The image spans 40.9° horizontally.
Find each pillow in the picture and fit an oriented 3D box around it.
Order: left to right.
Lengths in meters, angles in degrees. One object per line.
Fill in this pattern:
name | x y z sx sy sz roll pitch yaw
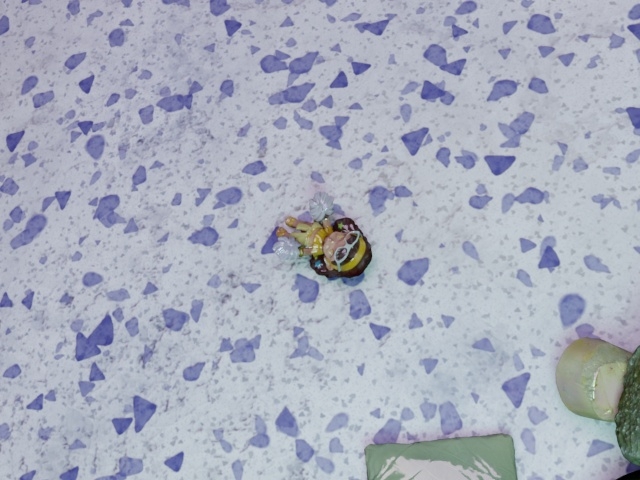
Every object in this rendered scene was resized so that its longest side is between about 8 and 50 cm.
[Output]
pillow | 0.225 0.495 1.546 0.280 0.076 0.274 -7 66 6

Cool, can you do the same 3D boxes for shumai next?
shumai | 0.608 0.261 1.369 0.221 0.225 0.261 15 66 -4

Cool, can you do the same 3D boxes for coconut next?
coconut | 0.501 0.251 1.544 0.147 0.152 0.147 0 89 -12

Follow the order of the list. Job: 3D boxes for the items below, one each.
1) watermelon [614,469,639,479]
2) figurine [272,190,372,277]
watermelon | 0.546 0.485 1.365 0.242 0.242 0.242 -6 64 13
figurine | 0.002 0.001 1.821 0.240 0.116 0.175 26 73 31
